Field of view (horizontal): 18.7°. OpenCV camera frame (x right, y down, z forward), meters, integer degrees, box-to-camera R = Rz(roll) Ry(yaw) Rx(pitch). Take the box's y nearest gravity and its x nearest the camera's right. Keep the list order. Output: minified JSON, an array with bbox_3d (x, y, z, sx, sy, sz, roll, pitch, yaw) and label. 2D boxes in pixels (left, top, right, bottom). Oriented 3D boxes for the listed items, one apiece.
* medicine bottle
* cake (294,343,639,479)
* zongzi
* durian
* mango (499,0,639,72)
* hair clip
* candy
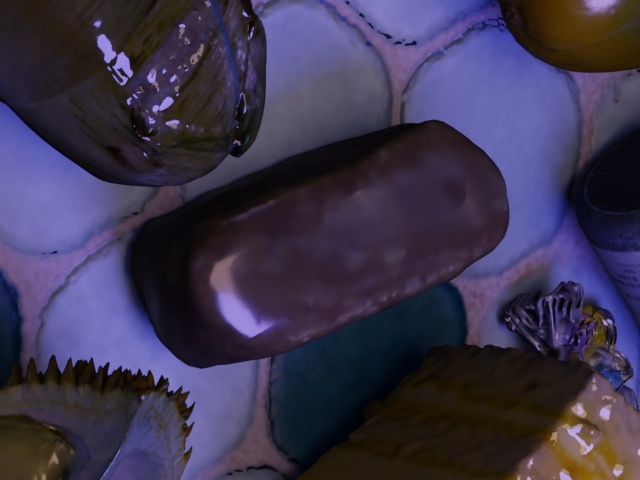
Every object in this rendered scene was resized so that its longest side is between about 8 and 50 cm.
[{"bbox_3d":[0.305,0.055,1.395,0.141,0.141,0.293,-44,117,-21],"label":"medicine bottle"},{"bbox_3d":[0.089,0.237,1.231,0.286,0.227,0.222,-47,114,-21],"label":"cake"},{"bbox_3d":[-0.103,-0.240,1.096,0.323,0.160,0.360,45,66,-35],"label":"zongzi"},{"bbox_3d":[-0.180,0.197,1.088,0.306,0.166,0.172,-47,116,-8],"label":"durian"},{"bbox_3d":[0.216,-0.185,1.311,0.251,0.114,0.156,-9,134,-52],"label":"mango"},{"bbox_3d":[0.186,0.112,1.373,0.116,0.049,0.172,-40,111,-49],"label":"hair clip"},{"bbox_3d":[0.000,0.000,1.215,0.234,0.104,0.102,-26,105,-28],"label":"candy"}]
